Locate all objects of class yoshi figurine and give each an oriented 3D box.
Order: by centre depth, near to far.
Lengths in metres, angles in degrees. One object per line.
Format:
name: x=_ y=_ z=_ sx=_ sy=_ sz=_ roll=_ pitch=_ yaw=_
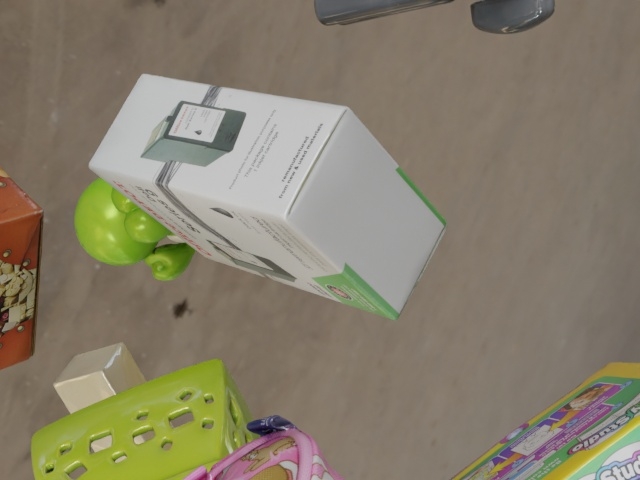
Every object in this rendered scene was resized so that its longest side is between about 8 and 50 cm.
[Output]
yoshi figurine: x=-0.185 y=-0.059 z=1.410 sx=0.203 sy=0.203 sz=0.362 roll=-62 pitch=166 yaw=20

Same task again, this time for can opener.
can opener: x=0.129 y=-0.270 z=1.279 sx=0.076 sy=0.283 sz=0.095 roll=-20 pitch=102 yaw=-58

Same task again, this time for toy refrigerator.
toy refrigerator: x=-0.312 y=0.305 z=1.808 sx=0.270 sy=0.102 sz=0.094 roll=63 pitch=26 yaw=-19

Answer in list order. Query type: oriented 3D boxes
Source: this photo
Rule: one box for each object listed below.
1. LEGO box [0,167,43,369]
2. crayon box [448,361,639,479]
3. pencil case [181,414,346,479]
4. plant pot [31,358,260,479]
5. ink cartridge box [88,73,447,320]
LEGO box: x=-0.554 y=-0.040 z=1.042 sx=0.372 sy=0.500 sz=0.193 roll=-21 pitch=138 yaw=-39
crayon box: x=0.306 y=0.292 z=1.365 sx=0.363 sy=0.106 sz=0.313 roll=-34 pitch=180 yaw=-9
pencil case: x=0.041 y=0.301 z=0.788 sx=0.386 sy=0.160 sz=0.167 roll=49 pitch=32 yaw=-21
plant pot: x=-0.155 y=0.292 z=1.130 sx=0.228 sy=0.207 sz=0.227 roll=-22 pitch=114 yaw=0
ink cartridge box: x=-0.054 y=-0.047 z=1.096 sx=0.211 sy=0.289 sz=0.122 roll=42 pitch=70 yaw=-45
